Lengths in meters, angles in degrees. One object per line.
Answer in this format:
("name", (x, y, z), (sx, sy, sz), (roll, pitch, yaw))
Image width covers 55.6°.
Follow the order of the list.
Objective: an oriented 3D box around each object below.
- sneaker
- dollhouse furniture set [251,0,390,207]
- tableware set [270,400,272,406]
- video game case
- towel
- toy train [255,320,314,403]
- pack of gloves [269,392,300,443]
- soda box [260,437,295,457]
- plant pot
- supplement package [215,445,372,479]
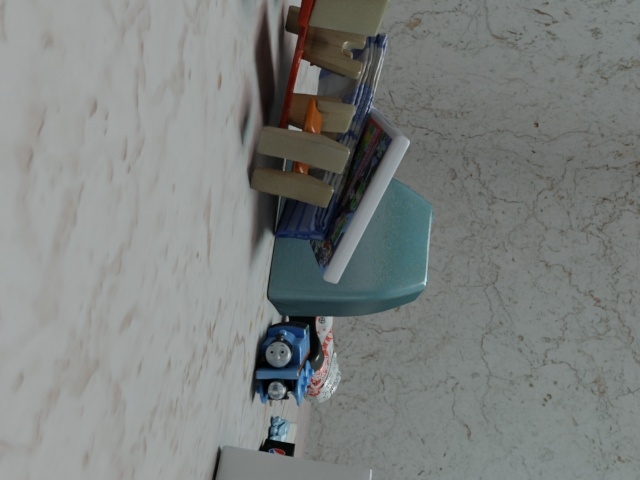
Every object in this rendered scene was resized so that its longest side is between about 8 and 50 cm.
("sneaker", (-0.011, 0.194, 1.225), (0.270, 0.090, 0.145), (-85, 162, -52))
("dollhouse furniture set", (-0.021, -0.211, 0.655), (0.259, 0.135, 0.262), (115, -14, -62))
("tableware set", (-0.075, 0.233, 1.118), (0.154, 0.024, 0.104), (92, 5, -49))
("video game case", (0.037, -0.072, 0.798), (0.201, 0.023, 0.183), (-63, -158, 20))
("towel", (0.005, -0.139, 0.856), (0.209, 0.034, 0.285), (4, -104, 70))
("toy train", (-0.056, 0.189, 0.954), (0.184, 0.080, 0.105), (-15, 103, -84))
("pack of gloves", (-0.080, 0.354, 1.280), (0.232, 0.046, 0.195), (73, 29, -66))
("soda box", (-0.081, 0.390, 1.013), (0.169, 0.060, 0.053), (-39, 138, -85))
("plant pot", (0.060, 0.010, 1.059), (0.247, 0.252, 0.248), (81, 16, -76))
("supplement package", (-0.038, 0.383, 0.755), (0.293, 0.175, 0.178), (90, 9, -61))
